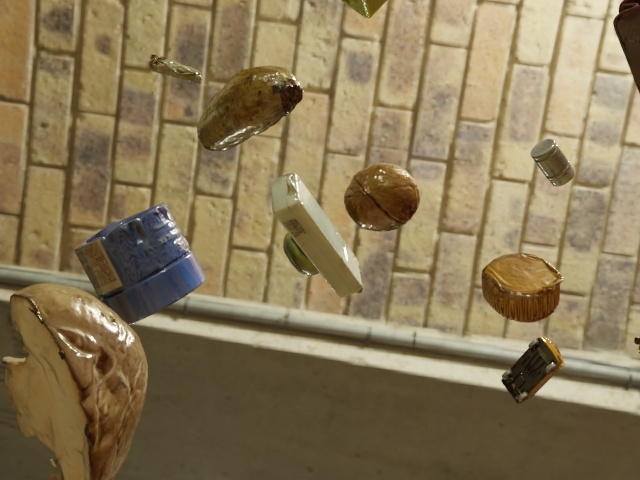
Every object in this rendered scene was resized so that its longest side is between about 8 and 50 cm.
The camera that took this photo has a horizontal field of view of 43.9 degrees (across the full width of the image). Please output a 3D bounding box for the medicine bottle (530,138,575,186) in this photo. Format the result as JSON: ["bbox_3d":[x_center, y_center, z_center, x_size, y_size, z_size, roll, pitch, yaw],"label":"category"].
[{"bbox_3d":[0.493,-0.165,1.686,0.058,0.091,0.058,-34,-155,18],"label":"medicine bottle"}]

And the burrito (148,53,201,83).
[{"bbox_3d":[-0.375,-0.443,2.060,0.055,0.149,0.041,-77,-174,-58],"label":"burrito"}]

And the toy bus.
[{"bbox_3d":[0.443,0.263,1.629,0.070,0.074,0.162,58,-40,30],"label":"toy bus"}]

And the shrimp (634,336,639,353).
[{"bbox_3d":[0.777,0.157,1.748,0.062,0.154,0.294,52,-38,28],"label":"shrimp"}]

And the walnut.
[{"bbox_3d":[0.144,-0.100,1.852,0.207,0.167,0.168,0,98,-63],"label":"walnut"}]

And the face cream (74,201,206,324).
[{"bbox_3d":[-0.432,0.054,1.902,0.225,0.249,0.249,62,5,-10],"label":"face cream"}]

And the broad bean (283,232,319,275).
[{"bbox_3d":[-0.040,0.032,1.882,0.124,0.082,0.174,56,-17,-9],"label":"broad bean"}]

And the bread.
[{"bbox_3d":[0.500,0.121,1.983,0.199,0.199,0.104,-85,169,-60],"label":"bread"}]

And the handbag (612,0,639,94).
[{"bbox_3d":[0.655,-0.366,1.419,0.203,0.216,0.074,50,49,-31],"label":"handbag"}]

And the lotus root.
[{"bbox_3d":[-0.129,-0.211,1.280,0.258,0.097,0.110,-22,-146,49],"label":"lotus root"}]

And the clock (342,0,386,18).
[{"bbox_3d":[0.074,-0.672,2.021,0.096,0.202,0.143,-46,161,-6],"label":"clock"}]

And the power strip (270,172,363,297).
[{"bbox_3d":[0.000,0.000,1.552,0.338,0.058,0.098,53,19,-40],"label":"power strip"}]

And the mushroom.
[{"bbox_3d":[-0.284,0.182,0.982,0.151,0.156,0.286,-23,109,-51],"label":"mushroom"}]
